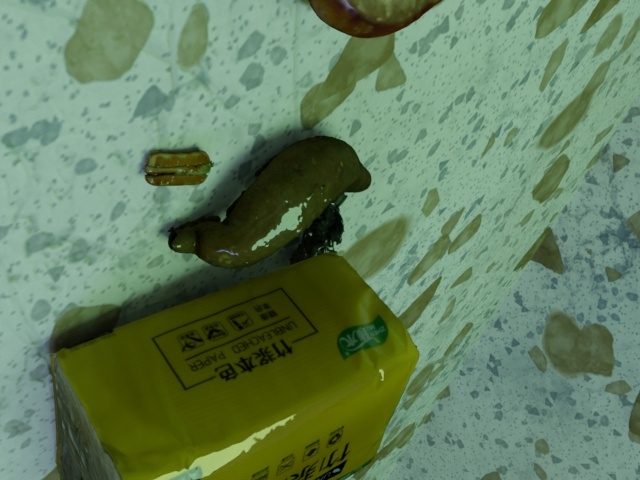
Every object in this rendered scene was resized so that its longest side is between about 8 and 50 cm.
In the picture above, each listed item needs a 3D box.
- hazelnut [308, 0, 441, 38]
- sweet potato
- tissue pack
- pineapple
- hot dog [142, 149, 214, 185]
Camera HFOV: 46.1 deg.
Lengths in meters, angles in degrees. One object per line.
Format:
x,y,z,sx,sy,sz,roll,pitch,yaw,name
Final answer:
0.047,-0.260,0.680,0.150,0.150,0.150,-38,153,-23,hazelnut
-0.033,-0.053,0.863,0.310,0.098,0.124,-32,171,-36,sweet potato
-0.106,0.216,0.916,0.382,0.228,0.293,-20,143,-33,tissue pack
0.000,0.000,1.026,0.074,0.074,0.159,-25,143,-42,pineapple
-0.142,-0.073,0.745,0.083,0.021,0.037,-6,110,-52,hot dog
